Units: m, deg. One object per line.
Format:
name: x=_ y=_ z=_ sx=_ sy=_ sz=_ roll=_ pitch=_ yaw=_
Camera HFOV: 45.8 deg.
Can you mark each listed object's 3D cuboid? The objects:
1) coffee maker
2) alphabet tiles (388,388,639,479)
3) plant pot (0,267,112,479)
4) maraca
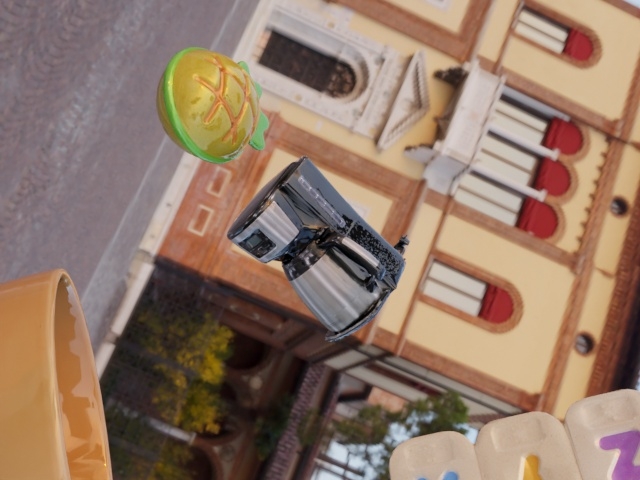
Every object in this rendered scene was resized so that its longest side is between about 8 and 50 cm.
coffee maker: x=0.000 y=0.000 z=0.872 sx=0.120 sy=0.178 sz=0.171 roll=-39 pitch=-170 yaw=23
alphabet tiles: x=0.141 y=0.225 z=0.405 sx=0.021 sy=0.284 sz=0.278 roll=64 pitch=13 yaw=-52
plant pot: x=-0.298 y=0.181 z=0.641 sx=0.291 sy=0.203 sz=0.291 roll=172 pitch=-90 yaw=-79
maraca: x=-0.111 y=-0.149 z=0.838 sx=0.186 sy=0.099 sz=0.127 roll=-18 pitch=100 yaw=-62
